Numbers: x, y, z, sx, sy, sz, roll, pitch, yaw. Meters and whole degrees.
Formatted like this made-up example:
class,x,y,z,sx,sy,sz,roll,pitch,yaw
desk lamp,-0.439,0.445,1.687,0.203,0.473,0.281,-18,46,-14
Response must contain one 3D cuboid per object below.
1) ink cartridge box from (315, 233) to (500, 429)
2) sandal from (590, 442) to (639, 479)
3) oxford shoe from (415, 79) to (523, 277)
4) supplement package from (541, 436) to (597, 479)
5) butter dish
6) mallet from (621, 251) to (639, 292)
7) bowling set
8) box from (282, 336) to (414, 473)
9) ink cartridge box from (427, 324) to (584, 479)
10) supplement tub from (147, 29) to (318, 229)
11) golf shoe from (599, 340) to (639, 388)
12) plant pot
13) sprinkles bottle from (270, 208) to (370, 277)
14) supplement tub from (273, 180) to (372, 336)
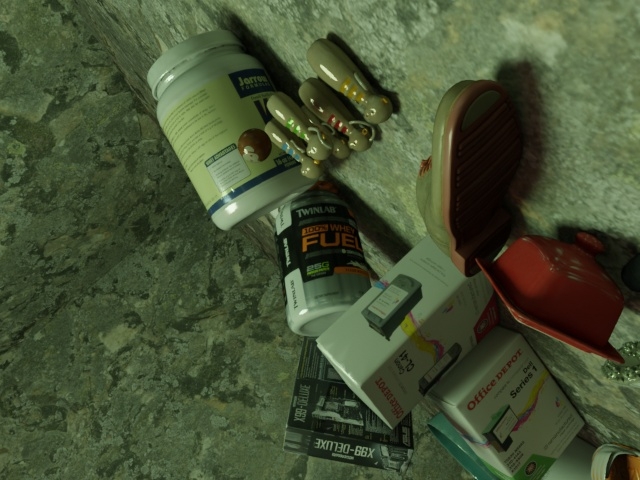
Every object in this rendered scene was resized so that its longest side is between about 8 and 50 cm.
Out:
class,x,y,z,sx,sy,sz,roll,pitch,yaw
ink cartridge box,0.171,0.164,0.919,0.131,0.306,0.226,37,165,41
sandal,0.563,0.433,0.921,0.265,0.076,0.102,108,156,-70
oxford shoe,0.165,-0.074,0.641,0.130,0.123,0.348,45,168,32
supplement package,0.552,0.591,1.090,0.145,0.262,0.204,53,166,-26
butter dish,0.293,0.045,0.603,0.159,0.118,0.160,24,-160,-8
mallet,0.403,0.077,0.514,0.189,0.039,0.062,40,165,11
bowling set,-0.018,-0.161,0.820,0.154,0.200,0.287,45,172,2
box,0.065,0.313,1.057,0.242,0.308,0.077,9,122,0
ink cartridge box,0.375,0.336,1.025,0.278,0.201,0.117,51,166,-16
supplement tub,-0.170,-0.209,0.983,0.325,0.235,0.235,61,167,-2
golf shoe,0.440,0.179,0.640,0.086,0.069,0.176,41,169,-1
plant pot,0.464,0.536,1.370,0.290,0.195,0.290,44,168,12
sprinkles bottle,0.000,0.000,1.421,0.355,0.121,0.121,51,167,-21
supplement tub,0.000,0.037,1.120,0.194,0.193,0.316,72,-175,-63
